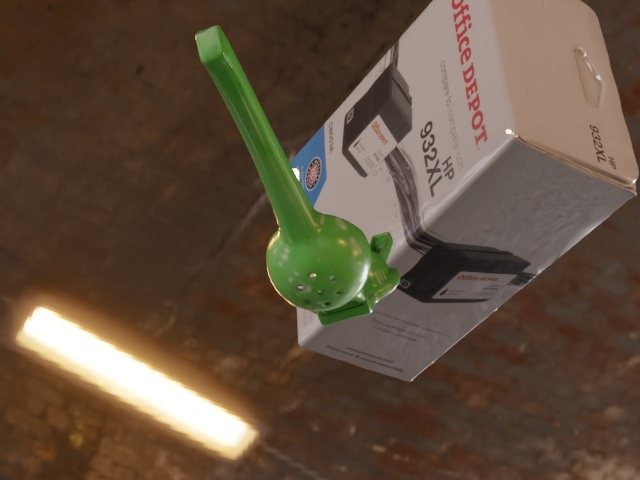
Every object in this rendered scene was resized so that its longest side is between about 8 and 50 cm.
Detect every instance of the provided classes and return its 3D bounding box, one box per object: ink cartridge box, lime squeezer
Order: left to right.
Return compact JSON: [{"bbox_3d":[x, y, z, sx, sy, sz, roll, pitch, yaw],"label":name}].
[{"bbox_3d":[0.000,0.000,0.726,0.059,0.110,0.310,-33,-26,7],"label":"lime squeezer"},{"bbox_3d":[0.106,-0.057,1.095,0.129,0.223,0.307,20,-44,-26],"label":"ink cartridge box"}]
